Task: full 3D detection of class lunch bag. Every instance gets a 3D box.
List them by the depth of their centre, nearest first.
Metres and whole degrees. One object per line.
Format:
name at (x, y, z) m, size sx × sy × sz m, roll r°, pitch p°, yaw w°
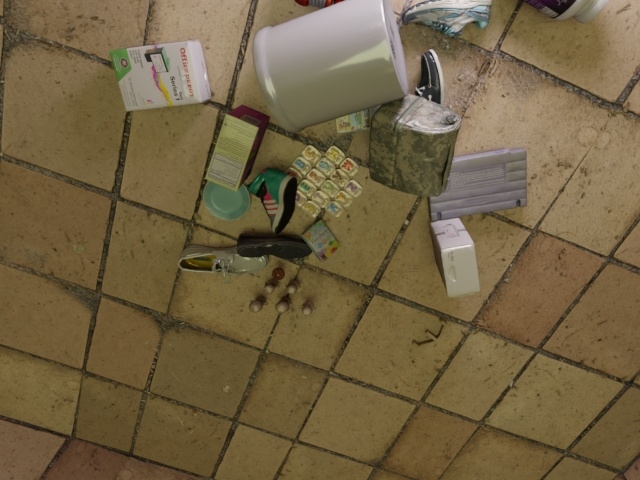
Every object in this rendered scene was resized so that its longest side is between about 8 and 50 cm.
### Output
lunch bag at (0.315, -0.302, 1.438) m, size 0.256 × 0.212 × 0.304 m, roll 28°, pitch 145°, yaw 25°

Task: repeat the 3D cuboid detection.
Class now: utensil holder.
utensil holder at (0.043, -0.532, 1.325) m, size 0.386 × 0.327 × 0.327 m, roll -9°, pitch 114°, yaw 21°

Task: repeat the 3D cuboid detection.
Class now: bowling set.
bowling set at (-0.153, 0.206, 1.841) m, size 0.288 × 0.154 × 0.199 m, roll 6°, pitch 96°, yaw 3°

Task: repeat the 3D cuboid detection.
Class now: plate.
plate at (-0.370, -0.169, 1.727) m, size 0.189 × 0.024 × 0.187 m, roll 1°, pitch 116°, yaw 3°

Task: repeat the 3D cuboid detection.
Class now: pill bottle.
pill bottle at (0.686, -0.778, 1.283) m, size 0.323 × 0.181 × 0.181 m, roll 25°, pitch 114°, yaw -7°

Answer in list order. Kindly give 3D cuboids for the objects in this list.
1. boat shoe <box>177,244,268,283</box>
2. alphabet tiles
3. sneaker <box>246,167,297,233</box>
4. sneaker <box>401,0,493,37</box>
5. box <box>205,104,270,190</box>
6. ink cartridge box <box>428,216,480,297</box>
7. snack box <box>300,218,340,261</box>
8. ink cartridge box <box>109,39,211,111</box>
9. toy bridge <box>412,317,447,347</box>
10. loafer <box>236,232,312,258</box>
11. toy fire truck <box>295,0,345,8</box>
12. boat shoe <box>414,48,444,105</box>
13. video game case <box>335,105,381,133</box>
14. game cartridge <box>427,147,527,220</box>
boat shoe at (-0.403, 0.093, 1.777) m, size 0.368 × 0.156 × 0.135 m, roll 5°, pitch 115°, yaw 2°
alphabet tiles at (0.011, -0.222, 1.678) m, size 0.278 × 0.021 × 0.284 m, roll 38°, pitch 112°, yaw -13°
sneaker at (-0.198, -0.164, 1.667) m, size 0.179 × 0.124 × 0.295 m, roll 32°, pitch 139°, yaw 15°
sneaker at (0.402, -0.703, 1.380) m, size 0.284 × 0.110 × 0.122 m, roll -6°, pitch 118°, yaw 7°
box at (-0.287, -0.330, 1.541) m, size 0.118 × 0.213 × 0.242 m, roll 23°, pitch 114°, yaw -6°
ink cartridge box at (0.493, 0.052, 1.625) m, size 0.117 × 0.283 × 0.207 m, roll -12°, pitch 114°, yaw 9°
snack box at (0.000, 0.000, 1.744) m, size 0.100 × 0.037 × 0.141 m, roll -43°, pitch 109°, yaw -21°
ink cartridge box at (-0.543, -0.567, 1.504) m, size 0.279 × 0.117 × 0.201 m, roll -4°, pitch 114°, yaw 6°
toy bridge at (0.491, 0.421, 1.938) m, size 0.063 × 0.026 × 0.188 m, roll 38°, pitch 112°, yaw -14°
loafer at (-0.184, 0.009, 1.758) m, size 0.303 × 0.095 × 0.109 m, roll 1°, pitch 141°, yaw -13°
toy fire truck at (0.001, -0.753, 1.379) m, size 0.217 × 0.158 × 0.246 m, roll 13°, pitch 105°, yaw -2°
boat shoe at (0.366, -0.481, 1.481) m, size 0.091 × 0.114 × 0.302 m, roll -14°, pitch 113°, yaw 5°
video game case at (0.146, -0.502, 1.536) m, size 0.207 × 0.026 × 0.226 m, roll -6°, pitch 115°, yaw 7°
game cartridge at (0.577, -0.210, 1.624) m, size 0.356 × 0.068 × 0.229 m, roll -8°, pitch 110°, yaw 8°
